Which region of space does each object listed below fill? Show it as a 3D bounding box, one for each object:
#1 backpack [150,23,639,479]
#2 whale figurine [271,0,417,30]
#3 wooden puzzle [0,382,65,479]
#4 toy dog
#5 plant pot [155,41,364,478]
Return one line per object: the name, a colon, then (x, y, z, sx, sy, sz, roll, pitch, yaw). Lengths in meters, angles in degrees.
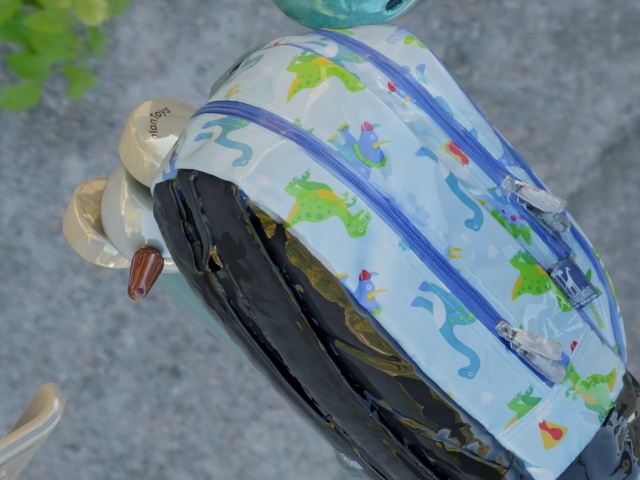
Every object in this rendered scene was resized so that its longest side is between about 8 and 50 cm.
backpack: (0.046, 0.025, 1.273, 0.355, 0.290, 0.273, 33, 79, -19)
whale figurine: (0.015, -0.270, 1.588, 0.216, 0.141, 0.272, -35, 159, 6)
wooden puzzle: (-0.384, 0.256, 1.496, 0.080, 0.322, 0.348, 49, 54, 5)
toy dog: (-0.053, 0.004, 1.562, 0.333, 0.161, 0.220, 1, 143, -5)
plant pot: (0.000, 0.000, 1.832, 0.334, 0.341, 0.341, 38, 79, -14)
